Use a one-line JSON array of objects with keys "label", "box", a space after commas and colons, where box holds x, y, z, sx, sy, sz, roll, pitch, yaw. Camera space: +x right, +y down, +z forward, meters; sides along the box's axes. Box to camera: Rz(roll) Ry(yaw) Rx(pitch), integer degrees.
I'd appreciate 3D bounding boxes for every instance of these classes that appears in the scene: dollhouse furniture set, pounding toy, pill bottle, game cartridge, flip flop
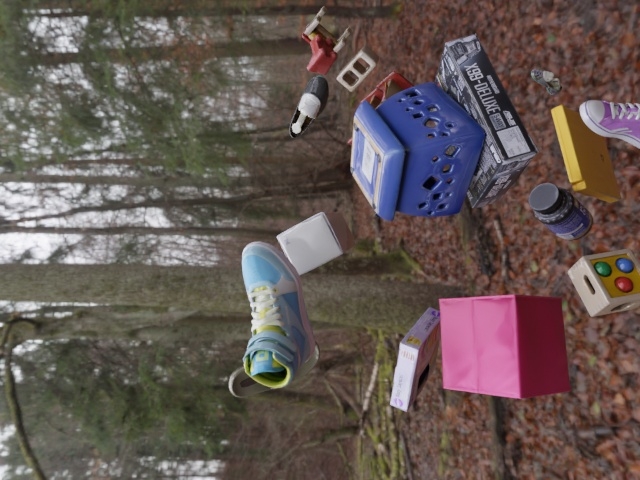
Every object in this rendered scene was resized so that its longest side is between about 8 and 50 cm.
[{"label": "dollhouse furniture set", "box": [0.085, -0.412, 1.257, 0.152, 0.374, 0.201, -36, 26, 47]}, {"label": "pounding toy", "box": [0.746, 0.116, 1.108, 0.094, 0.205, 0.181, 92, 168, -58]}, {"label": "pill bottle", "box": [0.754, -0.092, 1.462, 0.219, 0.122, 0.123, 27, -130, -34]}, {"label": "game cartridge", "box": [0.884, -0.280, 1.540, 0.052, 0.323, 0.286, -23, 69, 48]}, {"label": "flip flop", "box": [-0.123, 0.367, 1.308, 0.080, 0.276, 0.112, -179, 72, -71]}]

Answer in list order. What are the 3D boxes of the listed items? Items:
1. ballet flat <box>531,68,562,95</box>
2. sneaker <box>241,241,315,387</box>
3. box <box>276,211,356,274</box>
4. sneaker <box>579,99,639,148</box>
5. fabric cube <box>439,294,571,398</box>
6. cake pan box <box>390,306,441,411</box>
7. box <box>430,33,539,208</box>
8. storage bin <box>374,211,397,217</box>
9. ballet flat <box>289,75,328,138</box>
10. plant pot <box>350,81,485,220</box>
[{"label": "ballet flat", "box": [0.605, -0.426, 1.227, 0.041, 0.114, 0.041, -32, 47, 43]}, {"label": "sneaker", "box": [-0.112, 0.171, 1.008, 0.319, 0.127, 0.208, 68, -159, -12]}, {"label": "box", "box": [0.000, 0.000, 1.322, 0.121, 0.147, 0.311, 63, -168, 1]}, {"label": "sneaker", "box": [0.879, -0.357, 1.285, 0.161, 0.281, 0.102, 131, 149, -64]}, {"label": "fabric cube", "box": [0.516, 0.293, 1.319, 0.259, 0.254, 0.258, -15, 73, 53]}, {"label": "cake pan box", "box": [0.319, 0.389, 1.519, 0.245, 0.070, 0.267, -28, -50, -50]}, {"label": "box", "box": [0.349, -0.258, 1.053, 0.242, 0.076, 0.308, 79, 173, -71]}, {"label": "storage bin", "box": [0.230, -0.142, 1.509, 0.098, 0.135, 0.091, 23, -132, -68]}, {"label": "ballet flat", "box": [-0.046, -0.468, 1.686, 0.096, 0.095, 0.280, -65, 6, -33]}, {"label": "plant pot", "box": [0.196, -0.193, 1.053, 0.236, 0.212, 0.236, 91, 161, -47]}]
